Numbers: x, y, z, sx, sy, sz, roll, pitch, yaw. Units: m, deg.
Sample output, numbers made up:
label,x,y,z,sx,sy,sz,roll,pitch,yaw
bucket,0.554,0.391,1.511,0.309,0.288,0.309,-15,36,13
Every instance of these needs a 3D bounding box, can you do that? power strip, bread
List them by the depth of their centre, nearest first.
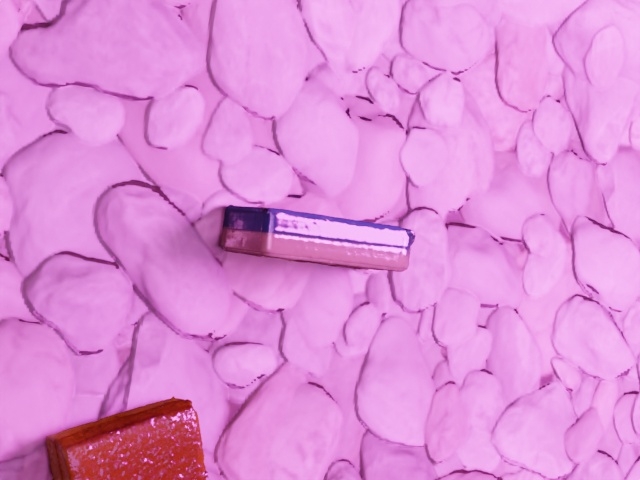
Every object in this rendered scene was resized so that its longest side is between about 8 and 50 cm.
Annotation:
label,x,y,z,sx,sy,sz,roll,pitch,yaw
bread,-0.117,0.151,0.962,0.094,0.035,0.090,-15,102,-32
power strip,0.000,0.000,1.014,0.123,0.056,0.032,8,89,-35
